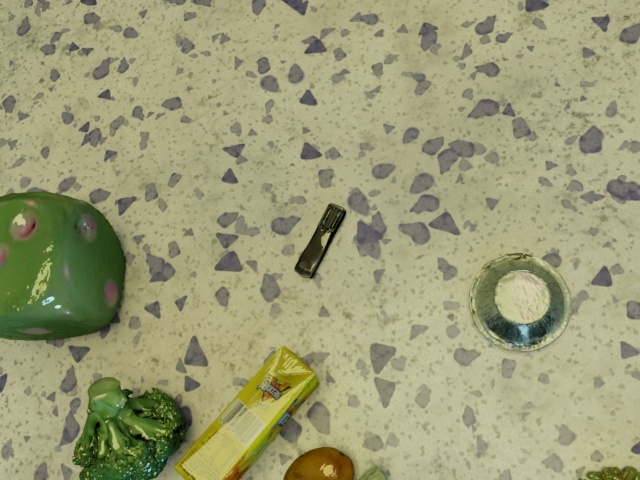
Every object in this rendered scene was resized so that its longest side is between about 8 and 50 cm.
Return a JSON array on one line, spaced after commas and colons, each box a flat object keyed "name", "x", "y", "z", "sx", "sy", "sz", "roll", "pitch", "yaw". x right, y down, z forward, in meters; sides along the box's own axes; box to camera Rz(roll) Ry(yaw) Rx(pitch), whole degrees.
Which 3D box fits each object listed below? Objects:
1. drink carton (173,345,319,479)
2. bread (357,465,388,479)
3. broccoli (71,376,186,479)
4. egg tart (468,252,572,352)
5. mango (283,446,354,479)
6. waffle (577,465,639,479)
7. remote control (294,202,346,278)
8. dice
[{"name": "drink carton", "x": -0.157, "y": 0.416, "z": 1.332, "sx": 0.111, "sy": 0.154, "sz": 0.351, "roll": 37, "pitch": 74, "yaw": 18}, {"name": "bread", "x": 0.092, "y": 0.599, "z": 1.295, "sx": 0.193, "sy": 0.036, "sz": 0.112, "roll": -44, "pitch": 100, "yaw": -1}, {"name": "broccoli", "x": -0.459, "y": 0.441, "z": 1.369, "sx": 0.269, "sy": 0.270, "sz": 0.270, "roll": -12, "pitch": 114, "yaw": 8}, {"name": "egg tart", "x": 0.463, "y": 0.140, "z": 1.348, "sx": 0.234, "sy": 0.094, "sz": 0.234, "roll": -3, "pitch": 74, "yaw": 11}, {"name": "mango", "x": -0.005, "y": 0.529, "z": 1.326, "sx": 0.164, "sy": 0.089, "sz": 0.115, "roll": -6, "pitch": 81, "yaw": 13}, {"name": "waffle", "x": 0.632, "y": 0.557, "z": 1.207, "sx": 0.183, "sy": 0.036, "sz": 0.169, "roll": -13, "pitch": 69, "yaw": 7}, {"name": "remote control", "x": 0.000, "y": 0.000, "z": 1.525, "sx": 0.059, "sy": 0.028, "sz": 0.212, "roll": 24, "pitch": 79, "yaw": 17}, {"name": "dice", "x": -0.721, "y": 0.074, "z": 1.498, "sx": 0.322, "sy": 0.318, "sz": 0.330, "roll": -7, "pitch": 71, "yaw": 9}]
